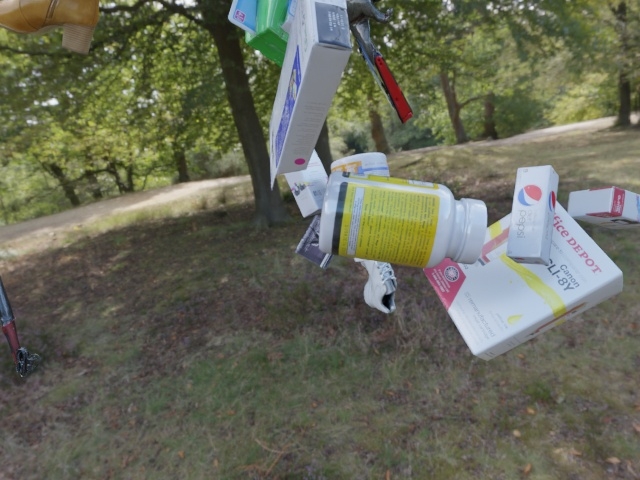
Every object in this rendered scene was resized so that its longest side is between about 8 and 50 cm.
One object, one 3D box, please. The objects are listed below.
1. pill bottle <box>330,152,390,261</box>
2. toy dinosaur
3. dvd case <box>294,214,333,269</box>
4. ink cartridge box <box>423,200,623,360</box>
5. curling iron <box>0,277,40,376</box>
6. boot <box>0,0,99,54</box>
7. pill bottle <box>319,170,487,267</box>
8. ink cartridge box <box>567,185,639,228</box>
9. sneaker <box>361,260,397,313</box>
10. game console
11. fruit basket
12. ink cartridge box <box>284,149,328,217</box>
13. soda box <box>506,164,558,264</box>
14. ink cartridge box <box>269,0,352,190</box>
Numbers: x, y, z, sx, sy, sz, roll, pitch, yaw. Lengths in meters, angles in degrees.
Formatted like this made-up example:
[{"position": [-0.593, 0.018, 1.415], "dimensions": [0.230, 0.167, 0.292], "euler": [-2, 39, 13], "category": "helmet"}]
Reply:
[{"position": [0.122, -0.085, 1.144], "dimensions": [0.153, 0.271, 0.152], "euler": [-10, 0, 0], "category": "pill bottle"}, {"position": [0.088, -0.559, 0.953], "dimensions": [0.160, 0.313, 0.121], "euler": [17, 51, 40], "category": "toy dinosaur"}, {"position": [0.000, 0.000, 1.534], "dimensions": [0.018, 0.164, 0.221], "euler": [32, -4, -33], "category": "dvd case"}, {"position": [0.517, 0.098, 1.129], "dimensions": [0.385, 0.279, 0.160], "euler": [-35, -35, 17], "category": "ink cartridge box"}, {"position": [-0.771, 0.207, 1.075], "dimensions": [0.068, 0.273, 0.035], "euler": [-22, -4, 12], "category": "curling iron"}, {"position": [-0.697, -0.610, 1.051], "dimensions": [0.296, 0.211, 0.104], "euler": [15, 21, -12], "category": "boot"}, {"position": [0.174, -0.040, 0.940], "dimensions": [0.334, 0.187, 0.188], "euler": [9, 15, 5], "category": "pill bottle"}, {"position": [0.779, -0.083, 1.141], "dimensions": [0.175, 0.072, 0.127], "euler": [12, -6, -18], "category": "ink cartridge box"}, {"position": [0.209, 0.110, 1.442], "dimensions": [0.111, 0.296, 0.129], "euler": [-20, 24, -19], "category": "sneaker"}, {"position": [0.192, -0.618, 1.503], "dimensions": [0.060, 0.386, 0.342], "euler": [-32, -36, 17], "category": "game console"}, {"position": [-0.044, -0.625, 1.099], "dimensions": [0.327, 0.352, 0.166], "euler": [23, -8, -38], "category": "fruit basket"}, {"position": [-0.032, -0.165, 1.194], "dimensions": [0.062, 0.181, 0.104], "euler": [-26, -4, 39], "category": "ink cartridge box"}, {"position": [0.482, -0.057, 0.971], "dimensions": [0.074, 0.215, 0.069], "euler": [1, -16, 44], "category": "soda box"}, {"position": [-0.036, -0.254, 0.753], "dimensions": [0.069, 0.175, 0.371], "euler": [3, -26, -17], "category": "ink cartridge box"}]
